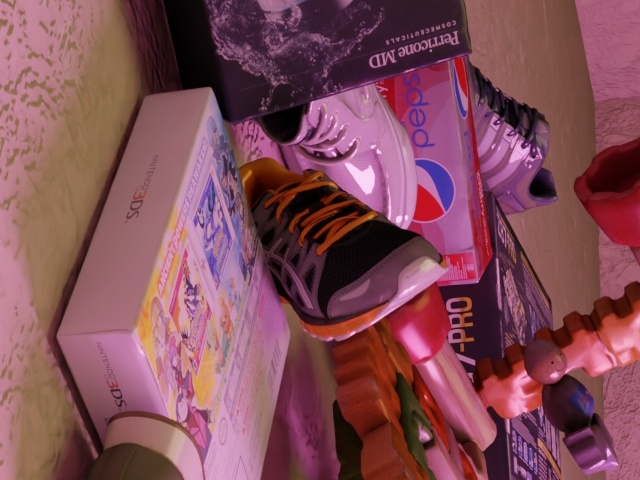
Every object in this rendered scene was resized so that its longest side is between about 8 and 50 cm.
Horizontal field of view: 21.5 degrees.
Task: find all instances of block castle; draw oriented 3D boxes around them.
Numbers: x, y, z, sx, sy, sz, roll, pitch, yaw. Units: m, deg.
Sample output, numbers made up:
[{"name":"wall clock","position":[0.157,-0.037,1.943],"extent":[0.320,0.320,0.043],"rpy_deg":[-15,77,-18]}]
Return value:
[{"name":"block castle","position":[0.163,0.108,1.129],"extent":[0.213,0.303,0.453],"rpy_deg":[58,11,-23]}]

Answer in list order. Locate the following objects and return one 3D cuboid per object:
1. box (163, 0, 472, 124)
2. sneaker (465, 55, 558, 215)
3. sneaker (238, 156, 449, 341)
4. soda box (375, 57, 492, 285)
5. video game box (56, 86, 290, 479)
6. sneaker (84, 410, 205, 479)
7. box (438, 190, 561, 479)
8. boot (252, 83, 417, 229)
[{"name":"box","position":[-0.010,-0.168,0.966],"extent":[0.093,0.156,0.158],"rpy_deg":[-144,-141,-63]},{"name":"sneaker","position":[0.180,-0.129,1.800],"extent":[0.300,0.121,0.111],"rpy_deg":[64,24,-53]},{"name":"sneaker","position":[0.000,0.000,1.018],"extent":[0.215,0.084,0.083],"rpy_deg":[13,-49,62]},{"name":"soda box","position":[0.093,-0.094,1.528],"extent":[0.092,0.083,0.263],"rpy_deg":[-48,131,-70]},{"name":"video game box","position":[-0.070,0.051,0.903],"extent":[0.205,0.048,0.187],"rpy_deg":[-78,160,-51]},{"name":"sneaker","position":[-0.076,0.178,0.816],"extent":[0.086,0.064,0.192],"rpy_deg":[-68,150,-46]},{"name":"box","position":[0.181,0.161,1.747],"extent":[0.395,0.097,0.318],"rpy_deg":[48,40,-67]},{"name":"boot","position":[-0.011,-0.085,1.139],"extent":[0.123,0.095,0.258],"rpy_deg":[-62,135,-56]}]
